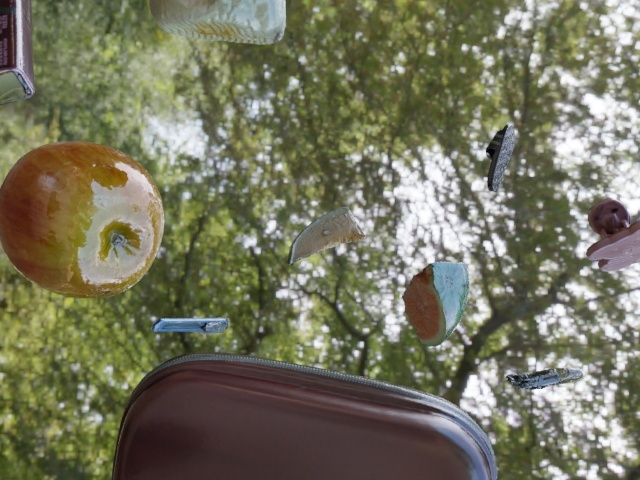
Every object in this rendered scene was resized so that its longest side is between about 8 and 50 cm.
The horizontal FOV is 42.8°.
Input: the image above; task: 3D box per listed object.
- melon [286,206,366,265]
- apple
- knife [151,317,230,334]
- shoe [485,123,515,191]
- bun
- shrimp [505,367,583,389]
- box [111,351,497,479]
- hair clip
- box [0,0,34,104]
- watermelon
[{"bbox_3d":[-0.001,-0.006,1.790,0.054,0.182,0.098,84,-18,-49],"label":"melon"},{"bbox_3d":[-0.403,-0.031,1.390,0.233,0.286,0.285,23,-72,40],"label":"apple"},{"bbox_3d":[-0.263,0.179,1.703,0.044,0.296,0.026,-45,-109,13],"label":"knife"},{"bbox_3d":[0.392,-0.191,1.840,0.049,0.071,0.179,8,-117,30],"label":"shoe"},{"bbox_3d":[-0.150,-0.398,1.316,0.244,0.244,0.153,-156,-104,-65],"label":"bun"},{"bbox_3d":[0.425,0.272,1.565,0.091,0.161,0.034,115,-31,-55],"label":"shrimp"},{"bbox_3d":[-0.020,0.260,0.869,0.108,0.404,0.263,-71,172,-76],"label":"box"},{"bbox_3d":[0.492,0.009,1.320,0.123,0.138,0.102,-24,-151,14],"label":"hair clip"},{"bbox_3d":[-0.473,-0.289,1.163,0.069,0.120,0.224,80,-2,-58],"label":"box"},{"bbox_3d":[0.267,0.114,1.689,0.128,0.146,0.231,49,-26,17],"label":"watermelon"}]
